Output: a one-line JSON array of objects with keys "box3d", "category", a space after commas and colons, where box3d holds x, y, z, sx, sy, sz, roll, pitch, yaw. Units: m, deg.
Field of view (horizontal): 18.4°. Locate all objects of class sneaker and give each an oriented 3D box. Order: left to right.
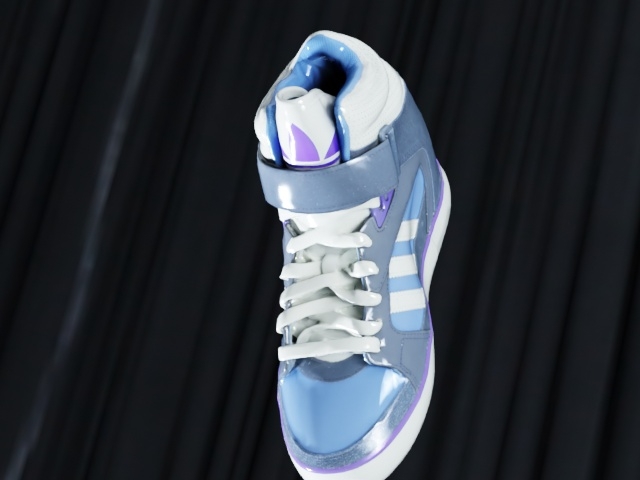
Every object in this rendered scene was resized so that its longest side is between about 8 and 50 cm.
[{"box3d": [0.001, 0.000, 1.481, 0.130, 0.323, 0.236, -4, 144, 26], "category": "sneaker"}]
